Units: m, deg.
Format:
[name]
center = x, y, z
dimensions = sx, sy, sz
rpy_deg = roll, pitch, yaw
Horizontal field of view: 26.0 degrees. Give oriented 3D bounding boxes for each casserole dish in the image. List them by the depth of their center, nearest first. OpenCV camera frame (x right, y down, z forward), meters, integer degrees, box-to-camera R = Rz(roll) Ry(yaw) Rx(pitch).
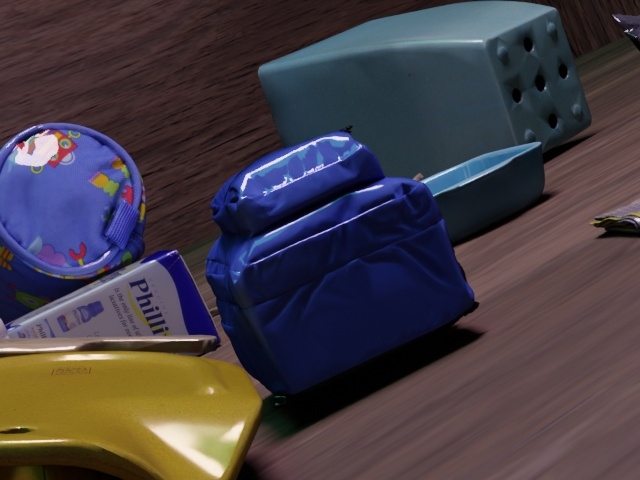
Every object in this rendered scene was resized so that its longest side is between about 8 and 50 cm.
[casserole dish]
center = 0.089, -0.025, 0.937
dimensions = 0.114, 0.037, 0.188
rpy_deg = -26, 3, -9

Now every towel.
[towel]
center = 0.167, -0.023, 0.627
dimensions = 0.083, 0.009, 0.060
rpy_deg = -26, 3, -6

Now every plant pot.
[plant pot]
center = 0.100, -0.116, 1.200
dimensions = 0.165, 0.165, 0.234
rpy_deg = -28, 13, -39

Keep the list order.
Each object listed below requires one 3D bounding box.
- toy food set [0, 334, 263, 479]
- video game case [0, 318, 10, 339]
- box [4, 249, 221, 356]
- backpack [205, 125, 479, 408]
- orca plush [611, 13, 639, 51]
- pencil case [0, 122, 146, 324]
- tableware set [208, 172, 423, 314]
[toy food set]
center = -0.087, 0.082, 0.494
dimensions = 0.128, 0.071, 0.218
rpy_deg = -2, 4, -7
[video game case]
center = -0.321, 0.117, 0.703
dimensions = 0.204, 0.025, 0.285
rpy_deg = -20, 3, 41
[box]
center = -0.149, 0.065, 0.953
dimensions = 0.137, 0.072, 0.126
rpy_deg = -25, 5, -11
[backpack]
center = 0.002, 0.009, 0.594
dimensions = 0.098, 0.101, 0.120
rpy_deg = -19, -1, -10
[orca plush]
center = 0.348, -0.166, 1.092
dimensions = 0.151, 0.102, 0.287
rpy_deg = 30, 51, 27
[pencil case]
center = -0.209, 0.019, 1.138
dimensions = 0.306, 0.133, 0.119
rpy_deg = 118, 172, -67
[tableware set]
center = 0.000, 0.000, 1.117
dimensions = 0.194, 0.039, 0.128
rpy_deg = -21, 6, 45
